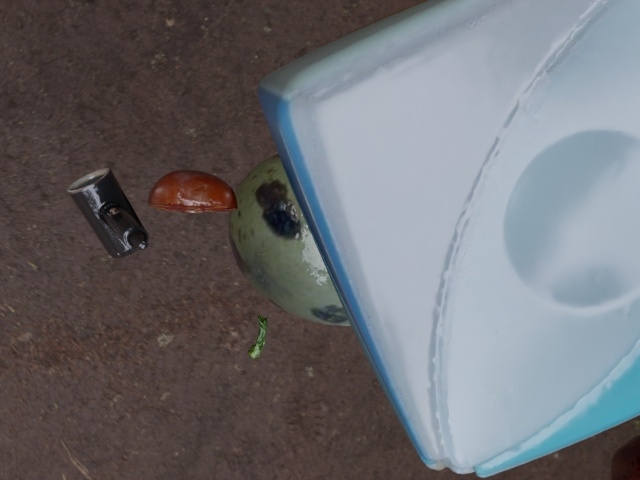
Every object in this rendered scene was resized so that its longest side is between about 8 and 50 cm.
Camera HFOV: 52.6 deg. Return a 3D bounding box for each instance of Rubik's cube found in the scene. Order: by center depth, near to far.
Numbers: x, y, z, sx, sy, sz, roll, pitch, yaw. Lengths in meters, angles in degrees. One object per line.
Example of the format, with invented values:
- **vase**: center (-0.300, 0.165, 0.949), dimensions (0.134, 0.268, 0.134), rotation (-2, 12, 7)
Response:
- **Rubik's cube**: center (0.160, -0.053, 0.594), dimensions (0.352, 0.347, 0.351), rotation (-21, 106, -2)

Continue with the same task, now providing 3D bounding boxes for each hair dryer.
- **hair dryer**: center (-0.273, -0.012, 0.898), dimensions (0.070, 0.255, 0.128), rotation (-32, 120, -17)

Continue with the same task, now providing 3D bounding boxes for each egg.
- **egg**: center (0.000, 0.000, 1.375), dimensions (0.345, 0.345, 0.428), rotation (-34, 68, -27)

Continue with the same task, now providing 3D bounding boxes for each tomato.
- **tomato**: center (-0.215, -0.086, 1.114), dimensions (0.156, 0.156, 0.069), rotation (3, 88, -34)

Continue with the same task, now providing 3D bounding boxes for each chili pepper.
- **chili pepper**: center (-0.119, 0.192, 1.275), dimensions (0.034, 0.030, 0.091), rotation (13, 94, -29)

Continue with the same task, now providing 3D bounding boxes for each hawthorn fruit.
- **hawthorn fruit**: center (0.589, 0.411, 1.077), dimensions (0.181, 0.235, 0.181), rotation (0, 73, 1)
